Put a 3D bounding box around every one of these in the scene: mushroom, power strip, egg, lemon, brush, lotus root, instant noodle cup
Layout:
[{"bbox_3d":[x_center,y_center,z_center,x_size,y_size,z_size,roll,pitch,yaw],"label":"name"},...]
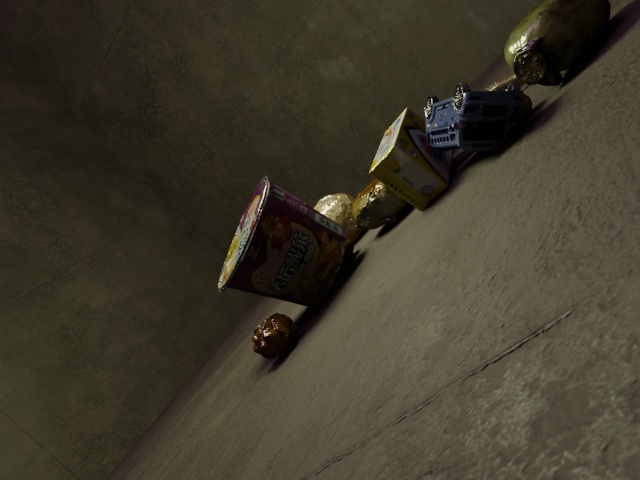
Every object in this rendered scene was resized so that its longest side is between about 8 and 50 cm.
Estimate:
[{"bbox_3d":[0.055,0.036,1.641,0.126,0.084,0.109,-55,-18,-79],"label":"mushroom"},{"bbox_3d":[0.382,-0.245,1.360,0.080,0.029,0.227,-54,8,-37],"label":"power strip"},{"bbox_3d":[0.051,-0.058,1.890,0.233,0.194,0.195,-55,-3,38],"label":"egg"},{"bbox_3d":[0.413,-0.283,1.151,0.065,0.065,0.092,-47,6,-3],"label":"lemon"},{"bbox_3d":[0.510,-0.405,1.447,0.327,0.070,0.065,-39,26,52],"label":"brush"},{"bbox_3d":[0.515,-0.449,1.158,0.309,0.173,0.173,-41,1,-28],"label":"lotus root"},{"bbox_3d":[-0.100,0.028,1.499,0.340,0.265,0.340,-58,17,30],"label":"instant noodle cup"}]

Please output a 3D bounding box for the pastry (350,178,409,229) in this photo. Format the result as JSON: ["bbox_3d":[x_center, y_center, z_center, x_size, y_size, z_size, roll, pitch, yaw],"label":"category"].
[{"bbox_3d":[0.200,-0.129,1.530,0.257,0.121,0.235,-46,7,-39],"label":"pastry"}]

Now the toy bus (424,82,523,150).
[{"bbox_3d":[0.319,-0.259,1.169,0.125,0.133,0.292,-3,8,-6],"label":"toy bus"}]

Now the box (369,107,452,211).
[{"bbox_3d":[0.234,-0.209,1.352,0.097,0.168,0.265,-50,7,35],"label":"box"}]

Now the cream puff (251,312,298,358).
[{"bbox_3d":[-0.107,0.235,1.305,0.116,0.094,0.122,-44,-21,-20],"label":"cream puff"}]
